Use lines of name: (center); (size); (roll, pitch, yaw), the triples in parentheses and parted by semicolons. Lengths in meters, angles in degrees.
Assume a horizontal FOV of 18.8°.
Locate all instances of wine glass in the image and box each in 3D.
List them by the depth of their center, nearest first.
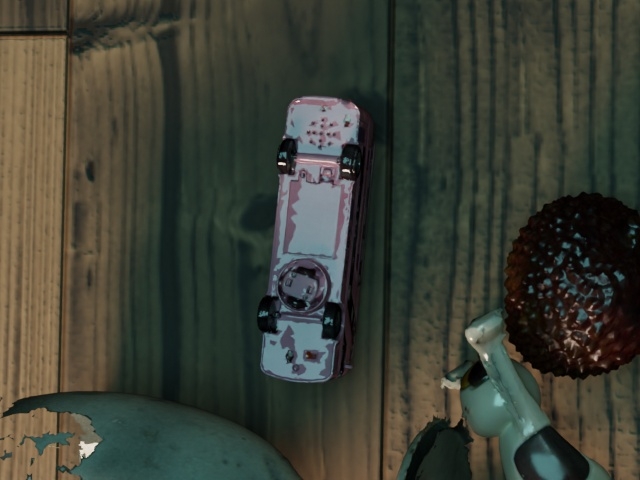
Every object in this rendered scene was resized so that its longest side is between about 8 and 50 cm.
wine glass: (-0.070, 0.200, 1.322); (0.357, 0.190, 0.191); (2, 88, 21)

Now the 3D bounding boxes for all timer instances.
timer: (0.174, 0.177, 1.310); (0.175, 0.175, 0.266); (-37, 76, 8)

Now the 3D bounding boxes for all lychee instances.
lychee: (0.181, 0.034, 1.336); (0.129, 0.123, 0.123); (-43, 80, 14)

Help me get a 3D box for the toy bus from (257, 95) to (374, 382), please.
toy bus: (0.000, 0.000, 1.388); (0.063, 0.090, 0.203); (6, 88, 13)
